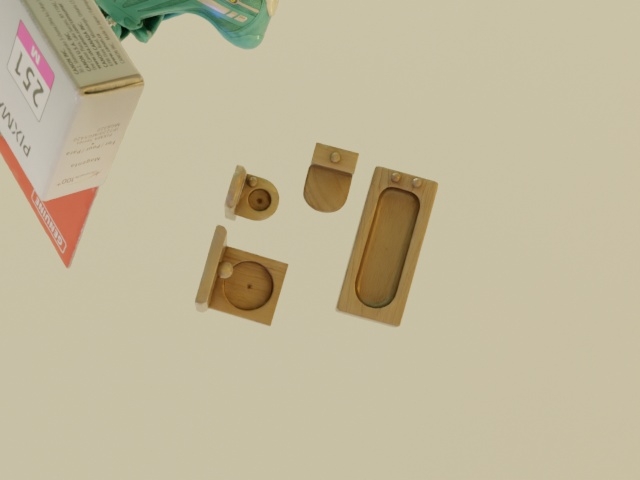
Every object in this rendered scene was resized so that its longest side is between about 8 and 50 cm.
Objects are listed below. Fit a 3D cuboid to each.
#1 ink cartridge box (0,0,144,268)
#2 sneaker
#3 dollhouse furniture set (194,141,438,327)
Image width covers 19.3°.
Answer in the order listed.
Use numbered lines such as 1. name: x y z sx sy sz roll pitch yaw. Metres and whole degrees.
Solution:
1. ink cartridge box: -0.247 -0.142 1.422 0.060 0.239 0.275 -17 -117 -34
2. sneaker: -0.162 -0.211 1.483 0.275 0.107 0.110 11 -71 22
3. dollhouse furniture set: 0.000 0.000 1.378 0.151 0.123 0.144 16 -95 -1
